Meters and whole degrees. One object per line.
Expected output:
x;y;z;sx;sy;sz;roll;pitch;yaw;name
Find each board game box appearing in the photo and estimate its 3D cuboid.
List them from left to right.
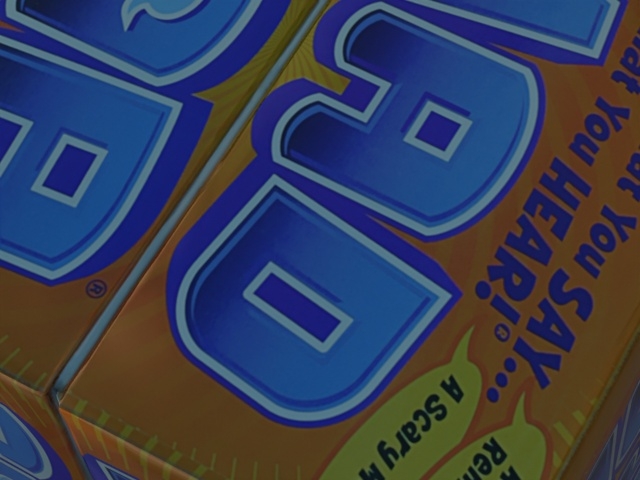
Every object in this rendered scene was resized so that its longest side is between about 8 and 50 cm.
0.000;0.000;0.912;0.356;0.356;0.356;26;157;16;board game box
